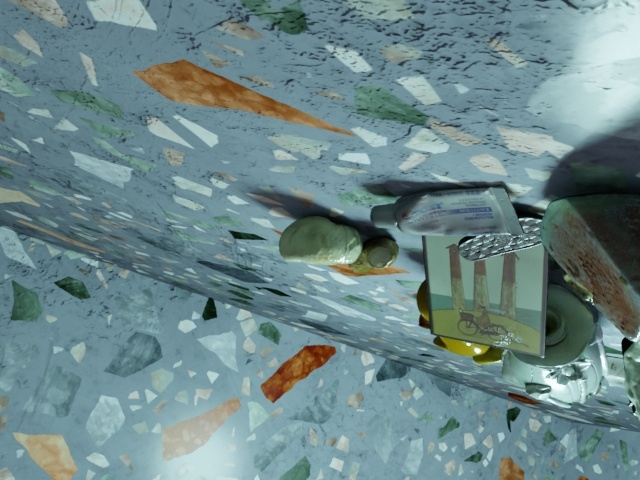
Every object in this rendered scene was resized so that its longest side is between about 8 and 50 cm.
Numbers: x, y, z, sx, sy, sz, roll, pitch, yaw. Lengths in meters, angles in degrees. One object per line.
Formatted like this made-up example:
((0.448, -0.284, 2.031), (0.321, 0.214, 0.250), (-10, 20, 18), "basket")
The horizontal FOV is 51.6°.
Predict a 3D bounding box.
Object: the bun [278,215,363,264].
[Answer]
((0.000, 0.000, 1.484), (0.188, 0.111, 0.164), (0, 176, 37), "bun")

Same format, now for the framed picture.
((0.326, 0.094, 1.318), (0.244, 0.013, 0.324), (8, 130, 26), "framed picture")

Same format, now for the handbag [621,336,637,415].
((0.851, 0.336, 1.532), (0.285, 0.257, 0.113), (15, 133, 9), "handbag")

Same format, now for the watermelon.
((0.444, 0.038, 0.970), (0.261, 0.201, 0.213), (14, 157, 23), "watermelon")

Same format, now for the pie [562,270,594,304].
((0.605, 0.090, 1.265), (0.274, 0.055, 0.274), (15, 164, 4), "pie")

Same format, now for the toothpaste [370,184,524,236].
((0.211, -0.045, 1.168), (0.282, 0.068, 0.099), (1, 165, 41), "toothpaste")

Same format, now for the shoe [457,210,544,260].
((0.327, -0.017, 1.175), (0.179, 0.049, 0.071), (-23, 121, 39), "shoe")

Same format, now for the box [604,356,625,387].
((0.997, 0.416, 2.001), (0.243, 0.067, 0.155), (5, 160, 34), "box")

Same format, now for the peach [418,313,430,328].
((0.364, 0.229, 1.940), (0.127, 0.092, 0.172), (11, 176, 36), "peach")

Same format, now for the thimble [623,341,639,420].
((0.771, 0.281, 1.312), (0.195, 0.291, 0.291), (-9, 177, -26), "thimble")

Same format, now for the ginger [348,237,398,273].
((0.123, 0.035, 1.502), (0.069, 0.095, 0.190), (42, 157, -14), "ginger")

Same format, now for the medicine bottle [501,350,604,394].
((0.724, 0.416, 2.063), (0.282, 0.123, 0.375), (9, 174, 31), "medicine bottle")

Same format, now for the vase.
((0.548, 0.249, 1.563), (0.250, 0.250, 0.445), (8, 163, 27), "vase")

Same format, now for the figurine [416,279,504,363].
((0.339, 0.182, 1.600), (0.215, 0.215, 0.228), (8, 132, 27), "figurine")
